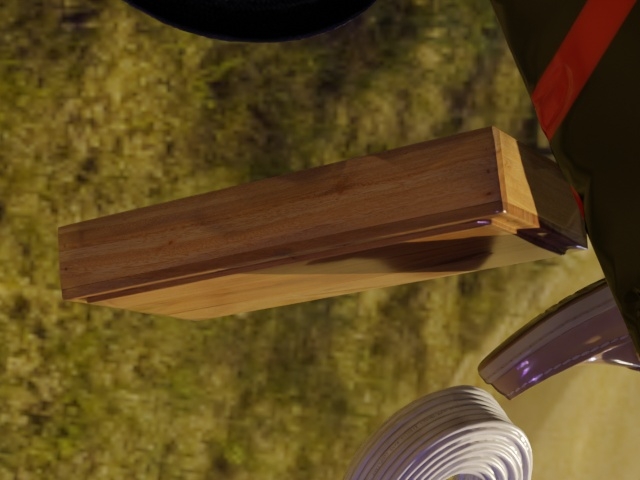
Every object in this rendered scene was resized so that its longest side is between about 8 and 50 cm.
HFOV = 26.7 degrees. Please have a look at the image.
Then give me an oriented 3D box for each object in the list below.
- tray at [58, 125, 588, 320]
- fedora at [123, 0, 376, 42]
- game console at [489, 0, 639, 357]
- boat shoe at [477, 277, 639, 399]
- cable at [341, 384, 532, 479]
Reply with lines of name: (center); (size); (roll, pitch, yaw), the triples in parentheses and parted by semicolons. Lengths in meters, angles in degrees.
tray: (0.000, 0.000, 1.166); (0.203, 0.410, 0.076); (16, 65, -60)
fedora: (-0.055, -0.310, 0.986); (0.152, 0.334, 0.334); (153, -51, -64)
game console: (0.177, -0.177, 0.485); (0.386, 0.060, 0.342); (116, -31, -42)
boat shoe: (0.301, 0.066, 1.149); (0.121, 0.341, 0.110); (88, -23, -84)
cable: (0.133, 0.296, 1.588); (0.257, 0.089, 0.257); (-3, 120, -34)
